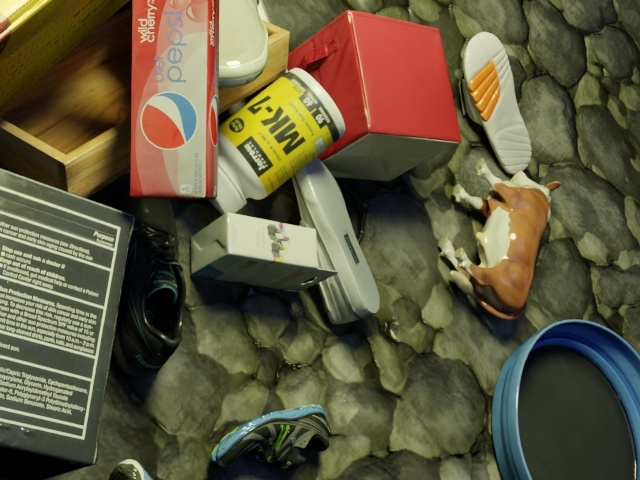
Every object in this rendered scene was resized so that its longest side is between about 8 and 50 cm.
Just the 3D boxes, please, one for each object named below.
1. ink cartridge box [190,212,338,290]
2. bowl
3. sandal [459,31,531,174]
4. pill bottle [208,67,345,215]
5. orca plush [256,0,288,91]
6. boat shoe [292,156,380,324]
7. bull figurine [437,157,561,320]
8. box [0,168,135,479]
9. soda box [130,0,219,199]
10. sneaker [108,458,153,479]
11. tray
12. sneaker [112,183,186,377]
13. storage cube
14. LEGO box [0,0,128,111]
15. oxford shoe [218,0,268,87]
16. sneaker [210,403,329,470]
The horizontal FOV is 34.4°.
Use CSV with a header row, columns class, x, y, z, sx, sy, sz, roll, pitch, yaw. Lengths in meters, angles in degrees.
class,x,y,z,sx,sy,sz,roll,pitch,yaw
ink cartridge box,-0.076,0.019,1.429,0.181,0.104,0.062,11,66,-34
bowl,0.437,0.327,1.710,0.391,0.077,0.391,15,63,-32
sandal,0.297,-0.238,1.845,0.102,0.076,0.265,-32,113,-27
pill bottle,-0.079,-0.132,1.433,0.208,0.119,0.119,-40,99,-9
orca plush,-0.117,-0.293,1.563,0.151,0.102,0.287,-82,150,-82
boat shoe,0.000,0.000,1.506,0.095,0.084,0.258,-10,79,-64
bull figurine,0.306,-0.021,1.740,0.188,0.101,0.310,29,54,-20
box,-0.386,0.083,1.116,0.296,0.182,0.294,21,61,-31
soda box,-0.165,-0.179,1.187,0.092,0.083,0.263,1,92,4
sneaker,-0.183,0.348,1.240,0.081,0.080,0.211,-39,107,-47
tray,-0.246,-0.202,1.345,0.203,0.076,0.411,28,46,24
sneaker,-0.208,0.037,1.323,0.101,0.106,0.267,9,65,-33
storage cube,0.074,-0.214,1.587,0.215,0.183,0.193,1,73,-38
LEGO box,-0.366,-0.405,1.138,0.372,0.193,0.500,40,57,-3
oxford shoe,-0.169,-0.355,1.379,0.169,0.130,0.449,-3,43,-14
sneaker,-0.059,0.268,1.364,0.188,0.067,0.078,-6,70,-42
